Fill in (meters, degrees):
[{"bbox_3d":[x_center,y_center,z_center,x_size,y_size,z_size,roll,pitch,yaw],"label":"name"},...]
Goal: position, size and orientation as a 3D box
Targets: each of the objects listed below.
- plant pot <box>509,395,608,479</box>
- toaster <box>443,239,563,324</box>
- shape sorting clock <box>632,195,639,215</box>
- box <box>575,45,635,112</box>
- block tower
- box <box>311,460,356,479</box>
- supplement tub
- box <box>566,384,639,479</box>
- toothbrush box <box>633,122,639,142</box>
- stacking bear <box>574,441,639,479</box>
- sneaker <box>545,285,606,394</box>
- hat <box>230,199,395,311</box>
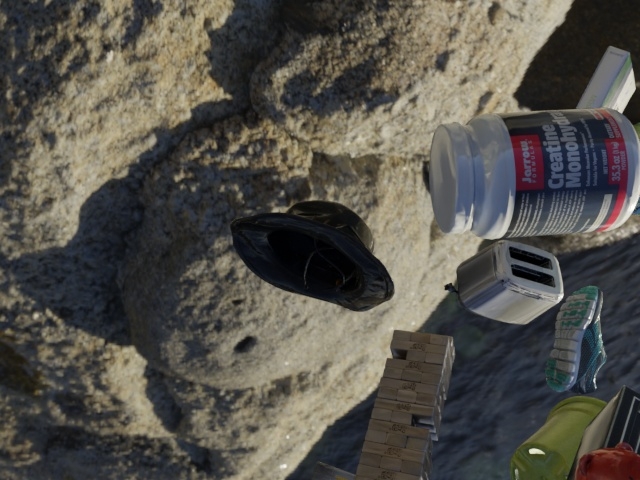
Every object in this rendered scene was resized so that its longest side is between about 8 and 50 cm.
[{"bbox_3d":[0.612,0.552,1.565,0.254,0.276,0.276,-8,138,-40],"label":"plant pot"},{"bbox_3d":[0.387,0.083,1.315,0.227,0.129,0.146,17,146,-19],"label":"toaster"},{"bbox_3d":[0.902,-0.174,1.799,0.040,0.206,0.206,3,136,-47],"label":"shape sorting clock"},{"bbox_3d":[0.711,-0.330,1.614,0.322,0.058,0.232,5,112,-63],"label":"box"},{"bbox_3d":[0.122,0.287,0.937,0.097,0.335,0.091,4,142,20],"label":"block tower"},{"bbox_3d":[0.055,0.573,1.352,0.183,0.056,0.231,18,135,7],"label":"box"},{"bbox_3d":[0.319,-0.101,0.972,0.272,0.191,0.191,-4,133,-3],"label":"supplement tub"},{"bbox_3d":[0.596,0.471,1.113,0.294,0.296,0.182,31,139,16],"label":"box"},{"bbox_3d":[0.726,-0.183,1.193,0.283,0.206,0.122,-24,107,-16],"label":"toothbrush box"},{"bbox_3d":[0.444,0.445,0.910,0.175,0.289,0.164,-5,170,-20],"label":"stacking bear"},{"bbox_3d":[0.391,0.151,0.945,0.076,0.065,0.166,23,82,-19],"label":"sneaker"},{"bbox_3d":[0.000,0.000,1.206,0.331,0.134,0.331,19,153,10],"label":"hat"}]
